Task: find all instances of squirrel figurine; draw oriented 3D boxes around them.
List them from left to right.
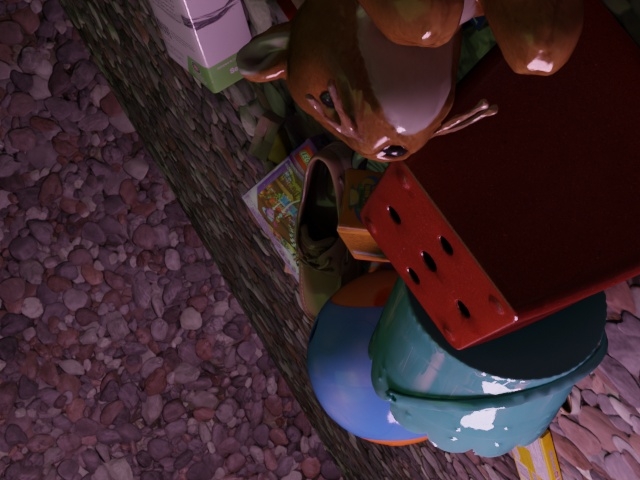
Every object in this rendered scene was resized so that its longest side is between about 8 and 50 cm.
[{"bbox_3d":[0.061,-0.270,0.634,0.397,0.281,0.370,66,152,27],"label":"squirrel figurine"}]

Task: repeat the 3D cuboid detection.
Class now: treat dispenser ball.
[{"bbox_3d":[0.121,0.191,1.356,0.288,0.288,0.288,50,162,23],"label":"treat dispenser ball"}]

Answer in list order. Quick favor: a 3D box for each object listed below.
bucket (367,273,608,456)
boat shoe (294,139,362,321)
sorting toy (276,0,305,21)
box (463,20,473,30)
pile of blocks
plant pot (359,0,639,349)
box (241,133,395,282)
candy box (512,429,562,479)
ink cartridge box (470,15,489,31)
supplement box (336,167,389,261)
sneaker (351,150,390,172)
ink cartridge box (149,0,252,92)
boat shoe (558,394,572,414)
[{"bbox_3d":[0.204,0.106,1.006,0.281,0.281,0.183,49,153,25],"label":"bucket"},{"bbox_3d":[0.000,0.000,1.418,0.121,0.110,0.341,14,113,27],"label":"boat shoe"},{"bbox_3d":[0.031,-0.192,1.006,0.307,0.041,0.229,60,-176,24],"label":"sorting toy"},{"bbox_3d":[0.076,-0.287,0.955,0.156,0.093,0.158,61,165,-11],"label":"box"},{"bbox_3d":[-0.028,-0.096,1.633,0.113,0.148,0.362,-57,-45,-60],"label":"pile of blocks"},{"bbox_3d":[0.194,-0.041,0.815,0.267,0.235,0.267,55,163,9],"label":"plant pot"},{"bbox_3d":[0.008,-0.020,1.511,0.201,0.057,0.293,-37,85,34],"label":"box"},{"bbox_3d":[0.375,0.380,1.435,0.105,0.027,0.206,32,150,51],"label":"candy box"},{"bbox_3d":[0.164,-0.297,0.763,0.097,0.046,0.207,54,164,13],"label":"ink cartridge box"},{"bbox_3d":[0.073,-0.025,1.043,0.233,0.080,0.078,44,-126,-77],"label":"supplement box"},{"bbox_3d":[0.104,-0.057,1.182,0.098,0.083,0.224,35,162,27],"label":"sneaker"},{"bbox_3d":[-0.236,-0.444,1.523,0.198,0.114,0.273,43,159,39],"label":"ink cartridge box"},{"bbox_3d":[0.326,0.183,1.172,0.072,0.068,0.190,21,152,44],"label":"boat shoe"}]
